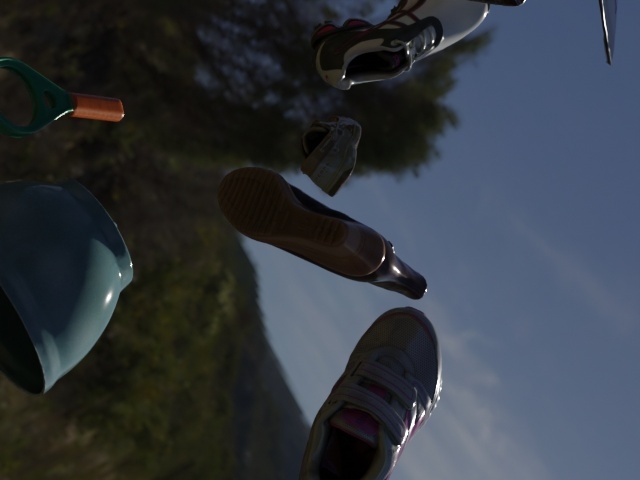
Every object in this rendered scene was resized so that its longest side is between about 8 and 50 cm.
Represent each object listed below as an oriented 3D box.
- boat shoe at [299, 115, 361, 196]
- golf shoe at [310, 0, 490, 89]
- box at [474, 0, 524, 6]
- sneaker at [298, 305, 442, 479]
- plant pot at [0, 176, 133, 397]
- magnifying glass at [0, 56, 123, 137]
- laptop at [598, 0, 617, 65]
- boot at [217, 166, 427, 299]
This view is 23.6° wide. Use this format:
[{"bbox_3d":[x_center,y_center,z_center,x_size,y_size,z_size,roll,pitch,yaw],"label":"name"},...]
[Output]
[{"bbox_3d":[0.006,-0.086,1.374,0.045,0.050,0.135,33,19,-13],"label":"boat shoe"},{"bbox_3d":[0.123,-0.280,2.170,0.120,0.273,0.105,-114,-177,-53],"label":"golf shoe"},{"bbox_3d":[0.153,-0.356,1.445,0.168,0.203,0.167,20,-25,47],"label":"box"},{"bbox_3d":[0.052,0.176,1.515,0.103,0.252,0.111,19,-19,9],"label":"sneaker"},{"bbox_3d":[-0.378,0.034,2.058,0.293,0.196,0.293,40,-30,28],"label":"plant pot"},{"bbox_3d":[-0.312,-0.160,1.778,0.231,0.026,0.092,0,73,-55],"label":"magnifying glass"},{"bbox_3d":[0.115,-0.395,1.134,0.408,0.236,0.382,38,-4,20],"label":"laptop"},{"bbox_3d":[0.000,0.000,1.977,0.248,0.090,0.207,26,-5,37],"label":"boot"}]
